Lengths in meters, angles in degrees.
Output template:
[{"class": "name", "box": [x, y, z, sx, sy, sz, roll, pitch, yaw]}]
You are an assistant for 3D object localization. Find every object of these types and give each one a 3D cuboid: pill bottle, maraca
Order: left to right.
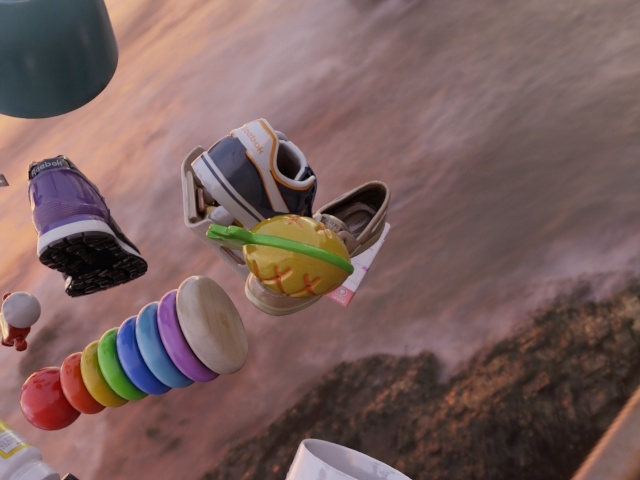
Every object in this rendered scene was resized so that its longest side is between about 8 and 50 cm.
[{"class": "pill bottle", "box": [-0.553, 0.376, 1.530, 0.119, 0.208, 0.119, -49, -19, -23]}, {"class": "maraca", "box": [-0.048, 0.014, 1.100, 0.127, 0.185, 0.099, 135, 151, -73]}]

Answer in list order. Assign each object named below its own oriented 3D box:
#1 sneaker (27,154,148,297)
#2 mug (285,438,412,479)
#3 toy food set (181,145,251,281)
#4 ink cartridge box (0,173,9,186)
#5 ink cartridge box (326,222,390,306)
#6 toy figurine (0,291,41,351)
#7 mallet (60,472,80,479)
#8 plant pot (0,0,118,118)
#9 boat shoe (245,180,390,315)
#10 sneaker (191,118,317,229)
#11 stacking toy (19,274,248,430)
[{"class": "sneaker", "box": [-0.282, -0.019, 1.088, 0.107, 0.124, 0.283, -18, -14, -10]}, {"class": "mug", "box": [0.070, 0.638, 1.875, 0.276, 0.374, 0.328, -161, 93, -80]}, {"class": "toy food set", "box": [-0.198, -0.058, 1.980, 0.092, 0.220, 0.306, -34, 35, 15]}, {"class": "ink cartridge box", "box": [-0.433, -0.082, 1.067, 0.115, 0.029, 0.063, -3, -9, -12]}, {"class": "ink cartridge box", "box": [0.058, 0.024, 1.895, 0.198, 0.115, 0.067, -60, -5, 10]}, {"class": "toy figurine", "box": [-0.570, 0.138, 1.407, 0.148, 0.209, 0.213, -42, 15, 53]}, {"class": "mallet", "box": [-0.552, 0.538, 1.836, 0.189, 0.062, 0.039, -36, 12, 22]}, {"class": "plant pot", "box": [-0.508, -0.398, 1.559, 0.293, 0.293, 0.235, -51, -13, -27]}, {"class": "boat shoe", "box": [0.000, 0.000, 1.517, 0.341, 0.121, 0.110, -41, -19, -42]}, {"class": "sneaker", "box": [-0.059, -0.065, 1.294, 0.127, 0.321, 0.126, -40, 66, 2]}, {"class": "stacking toy", "box": [-0.269, 0.176, 1.231, 0.330, 0.141, 0.141, -27, 25, 15]}]
